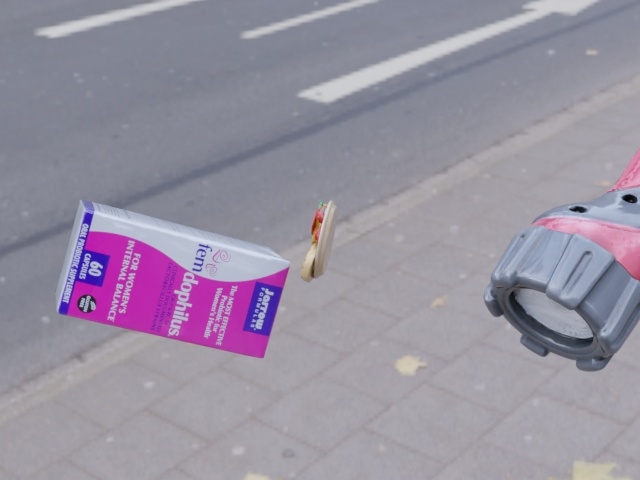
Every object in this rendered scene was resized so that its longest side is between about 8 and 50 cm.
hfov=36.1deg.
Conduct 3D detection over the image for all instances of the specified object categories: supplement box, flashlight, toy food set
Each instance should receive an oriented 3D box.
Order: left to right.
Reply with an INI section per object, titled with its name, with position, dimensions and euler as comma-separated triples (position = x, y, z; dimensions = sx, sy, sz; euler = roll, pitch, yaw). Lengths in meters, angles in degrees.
[supplement box]
position = -0.158, 0.040, 1.042
dimensions = 0.220, 0.111, 0.114
euler = 14, 3, -17
[toy food set]
position = 0.000, 0.000, 0.982
dimensions = 0.020, 0.083, 0.082
euler = 11, 9, 6
[flashlight]
position = 0.232, -0.053, 0.698
dimensions = 0.103, 0.103, 0.304
euler = 13, 59, 45
